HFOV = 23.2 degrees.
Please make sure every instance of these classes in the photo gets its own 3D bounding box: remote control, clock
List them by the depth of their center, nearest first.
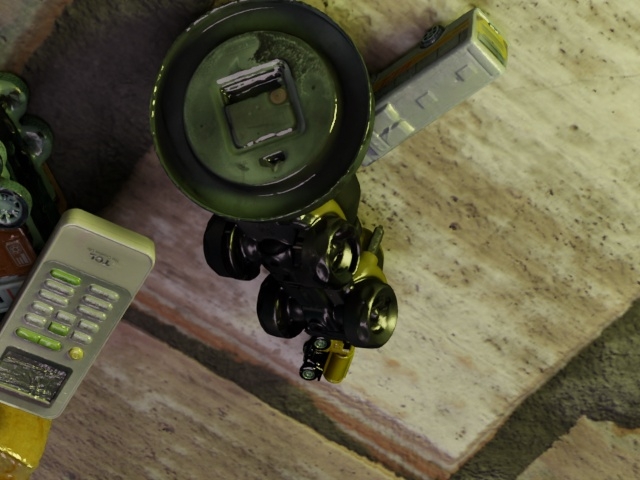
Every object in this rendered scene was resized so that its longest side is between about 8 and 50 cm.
[{"bbox_3d":[-0.053,-0.121,1.463,0.215,0.214,0.042,-7,170,12],"label":"clock"},{"bbox_3d":[-0.260,0.078,1.566,0.103,0.034,0.250,24,123,-19],"label":"remote control"}]

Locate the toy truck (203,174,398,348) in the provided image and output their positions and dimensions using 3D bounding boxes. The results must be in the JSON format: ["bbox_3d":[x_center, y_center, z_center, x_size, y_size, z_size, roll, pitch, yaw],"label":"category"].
[{"bbox_3d":[0.000,0.000,1.576,0.147,0.165,0.224,5,147,33],"label":"toy truck"}]

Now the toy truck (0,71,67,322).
[{"bbox_3d":[-0.343,-0.025,1.596,0.162,0.136,0.305,-13,125,14],"label":"toy truck"}]

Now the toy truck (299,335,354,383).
[{"bbox_3d":[0.012,0.115,1.717,0.054,0.049,0.083,14,129,-5],"label":"toy truck"}]

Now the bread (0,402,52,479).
[{"bbox_3d":[-0.432,0.154,1.721,0.275,0.184,0.114,36,119,-21],"label":"bread"}]

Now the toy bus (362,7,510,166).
[{"bbox_3d":[0.093,-0.142,1.491,0.190,0.075,0.064,-34,117,27],"label":"toy bus"}]
